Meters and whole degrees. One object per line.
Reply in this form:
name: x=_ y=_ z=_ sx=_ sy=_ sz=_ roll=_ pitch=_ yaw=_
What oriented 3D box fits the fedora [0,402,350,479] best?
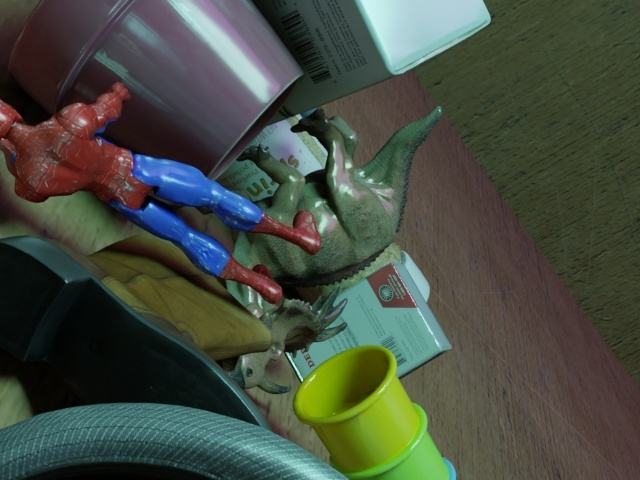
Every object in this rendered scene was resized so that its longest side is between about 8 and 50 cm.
fedora: x=-0.081 y=0.202 z=0.658 sx=0.275 sy=0.244 sz=0.124 roll=18 pitch=-9 yaw=-6

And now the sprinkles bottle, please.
sprinkles bottle: x=-0.034 y=-0.048 z=1.416 sx=0.355 sy=0.121 sz=0.121 roll=52 pitch=17 yaw=-16

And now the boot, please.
boot: x=-0.094 y=0.090 z=0.970 sx=0.264 sy=0.096 sz=0.280 roll=31 pitch=7 yaw=13

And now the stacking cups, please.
stacking cups: x=0.084 y=0.240 z=1.189 sx=0.096 sy=0.096 sz=0.316 roll=-90 pitch=155 yaw=-63

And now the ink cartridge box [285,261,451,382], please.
ink cartridge box: x=0.042 y=0.097 z=1.339 sx=0.099 sy=0.135 sz=0.056 roll=61 pitch=13 yaw=10

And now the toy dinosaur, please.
toy dinosaur: x=0.000 y=0.000 z=1.253 sx=0.200 sy=0.295 sz=0.127 roll=59 pitch=-14 yaw=1

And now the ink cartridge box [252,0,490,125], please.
ink cartridge box: x=-0.020 y=-0.226 z=1.202 sx=0.121 sy=0.289 sz=0.211 roll=-32 pitch=101 yaw=-30

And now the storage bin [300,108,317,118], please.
storage bin: x=-0.039 y=-0.105 z=1.562 sx=0.135 sy=0.091 sz=0.098 roll=47 pitch=19 yaw=-30

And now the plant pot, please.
plant pot: x=-0.120 y=-0.149 z=1.127 sx=0.180 sy=0.201 sz=0.201 roll=41 pitch=16 yaw=0

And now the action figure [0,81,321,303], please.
action figure: x=-0.142 y=-0.056 z=1.034 sx=0.280 sy=0.091 sz=0.139 roll=25 pitch=20 yaw=-38
